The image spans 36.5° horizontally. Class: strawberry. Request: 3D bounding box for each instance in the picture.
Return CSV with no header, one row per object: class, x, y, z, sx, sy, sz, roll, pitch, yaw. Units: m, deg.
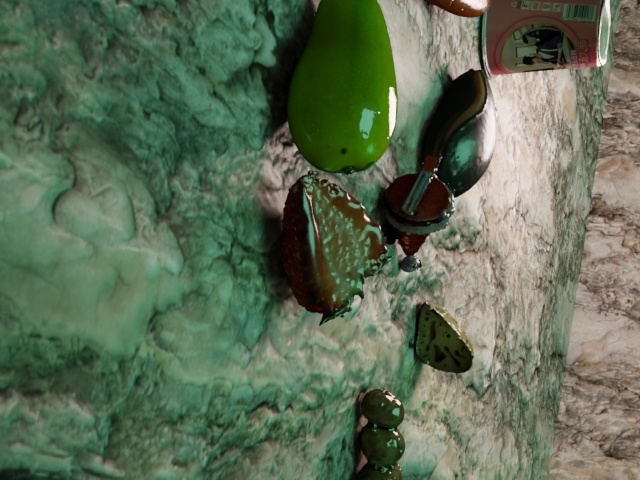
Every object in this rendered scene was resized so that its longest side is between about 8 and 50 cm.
strawberry,-0.011,0.008,1.355,0.174,0.098,0.228,-58,136,-15

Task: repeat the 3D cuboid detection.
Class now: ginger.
ginger,0.106,0.355,1.690,0.104,0.080,0.204,-10,107,-59

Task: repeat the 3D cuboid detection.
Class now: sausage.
sausage,0.244,-0.467,1.783,0.330,0.102,0.102,-8,103,-64

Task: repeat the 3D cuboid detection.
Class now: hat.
hat,0.168,-0.028,1.741,0.227,0.129,0.140,93,1,-51

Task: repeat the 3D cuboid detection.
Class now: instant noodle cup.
instant noodle cup,0.509,-0.472,2.171,0.244,0.255,0.244,5,90,-68

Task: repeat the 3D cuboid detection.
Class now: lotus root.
lotus root,0.244,0.203,1.957,0.159,0.095,0.135,58,15,13

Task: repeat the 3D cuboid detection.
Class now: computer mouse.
computer mouse,0.293,-0.209,1.932,0.183,0.116,0.323,79,29,-42

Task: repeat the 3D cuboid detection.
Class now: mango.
mango,0.035,-0.225,1.349,0.175,0.143,0.293,43,46,-53
